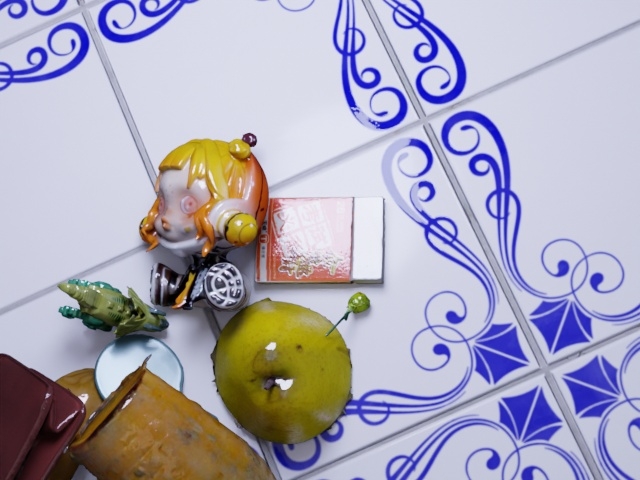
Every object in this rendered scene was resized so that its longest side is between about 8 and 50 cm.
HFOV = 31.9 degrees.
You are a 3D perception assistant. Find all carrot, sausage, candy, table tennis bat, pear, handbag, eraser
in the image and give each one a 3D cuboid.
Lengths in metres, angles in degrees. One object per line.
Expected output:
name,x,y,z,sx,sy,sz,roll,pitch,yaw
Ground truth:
carrot,-0.228,0.381,1.827,0.341,0.224,0.224,44,86,-8
sausage,-0.481,0.372,1.945,0.134,0.116,0.353,17,75,36
candy,0.045,0.132,1.944,0.035,0.035,0.123,54,48,-8
table tennis bat,-0.283,0.262,1.964,0.244,0.040,0.153,35,58,5
pear,-0.070,0.210,1.898,0.267,0.178,0.266,-1,75,3
handbag,-0.533,0.342,1.859,0.260,0.084,0.275,15,74,49
eraser,0.000,0.000,2.004,0.230,0.038,0.157,0,77,8

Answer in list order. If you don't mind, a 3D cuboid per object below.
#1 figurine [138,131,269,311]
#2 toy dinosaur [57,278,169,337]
figurine,-0.193,-0.038,1.955,0.320,0.196,0.323,3,89,48
toy dinosaur,-0.386,0.110,1.936,0.153,0.259,0.094,3,74,36
